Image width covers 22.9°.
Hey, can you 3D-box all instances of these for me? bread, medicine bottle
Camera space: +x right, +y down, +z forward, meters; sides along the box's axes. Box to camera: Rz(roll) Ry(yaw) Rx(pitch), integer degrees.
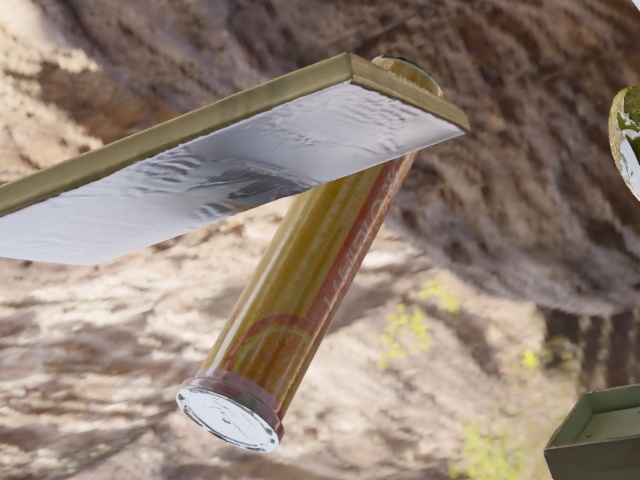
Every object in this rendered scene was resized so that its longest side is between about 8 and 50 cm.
[{"bbox_3d":[0.342,-0.090,1.513,0.114,0.111,0.129,-17,-121,-10],"label":"bread"},{"bbox_3d":[0.000,0.000,1.564,0.108,0.108,0.426,42,-120,-27],"label":"medicine bottle"}]

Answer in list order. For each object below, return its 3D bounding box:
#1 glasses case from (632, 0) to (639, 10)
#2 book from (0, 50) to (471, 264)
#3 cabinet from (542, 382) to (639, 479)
[{"bbox_3d":[0.360,-0.252,1.579,0.233,0.092,0.059,44,-120,-24],"label":"glasses case"},{"bbox_3d":[-0.092,-0.052,1.232,0.262,0.374,0.028,9,-116,-67],"label":"book"},{"bbox_3d":[0.373,0.283,1.794,0.145,0.150,0.206,-40,-67,-53],"label":"cabinet"}]
